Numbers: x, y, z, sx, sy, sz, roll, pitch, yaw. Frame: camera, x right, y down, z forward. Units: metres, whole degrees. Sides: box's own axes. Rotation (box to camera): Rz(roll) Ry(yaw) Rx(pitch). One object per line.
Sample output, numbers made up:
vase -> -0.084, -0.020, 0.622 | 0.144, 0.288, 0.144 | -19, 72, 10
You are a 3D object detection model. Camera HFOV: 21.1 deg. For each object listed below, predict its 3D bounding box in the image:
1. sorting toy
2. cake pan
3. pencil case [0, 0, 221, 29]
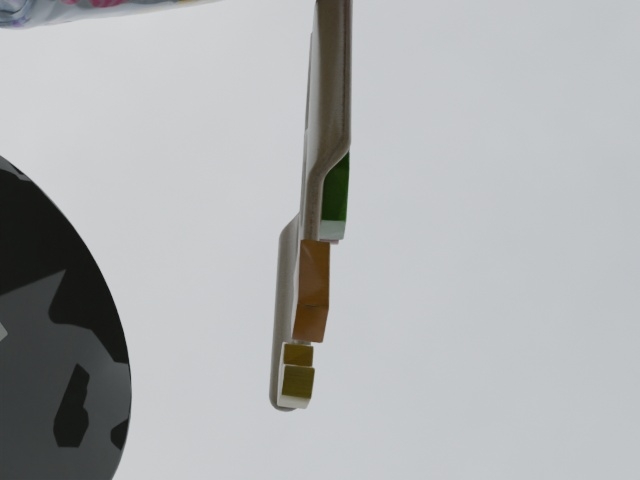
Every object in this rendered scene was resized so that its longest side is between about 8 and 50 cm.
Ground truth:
sorting toy -> 0.000, 0.000, 1.143 | 0.041, 0.229, 0.307 | 7, -141, -4
cake pan -> -0.214, 0.056, 0.942 | 0.054, 0.293, 0.293 | -29, -109, 34
pencil case -> -0.116, -0.218, 1.184 | 0.113, 0.273, 0.124 | -10, -88, 52
